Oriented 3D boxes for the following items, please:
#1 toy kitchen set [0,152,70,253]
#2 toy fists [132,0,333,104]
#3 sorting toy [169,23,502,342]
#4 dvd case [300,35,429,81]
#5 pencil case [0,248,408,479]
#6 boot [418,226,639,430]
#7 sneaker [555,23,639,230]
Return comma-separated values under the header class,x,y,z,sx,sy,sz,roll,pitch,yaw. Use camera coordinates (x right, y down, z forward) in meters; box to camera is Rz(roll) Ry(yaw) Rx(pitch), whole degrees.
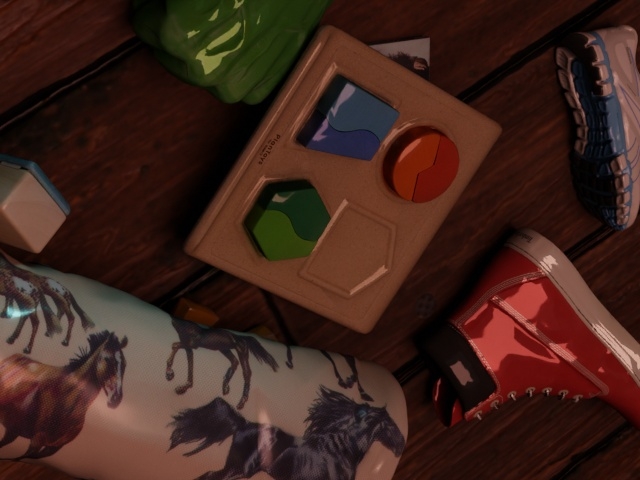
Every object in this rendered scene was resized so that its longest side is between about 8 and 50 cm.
class,x,y,z,sx,sy,sz,roll,pitch,yaw
toy kitchen set,-0.237,-0.126,1.260,0.166,0.122,0.207,-54,135,-21
toy fists,-0.103,-0.212,1.329,0.142,0.096,0.279,-55,134,-14
sorting toy,0.000,0.000,1.465,0.229,0.041,0.307,25,102,-41
dvd case,0.038,-0.120,1.497,0.119,0.013,0.087,-9,110,-28
pencil case,-0.128,0.122,1.360,0.410,0.183,0.160,19,84,-30
boot,0.197,0.130,1.633,0.176,0.088,0.244,-48,115,-9
sneaker,0.267,-0.102,1.610,0.083,0.071,0.191,-23,117,-29
